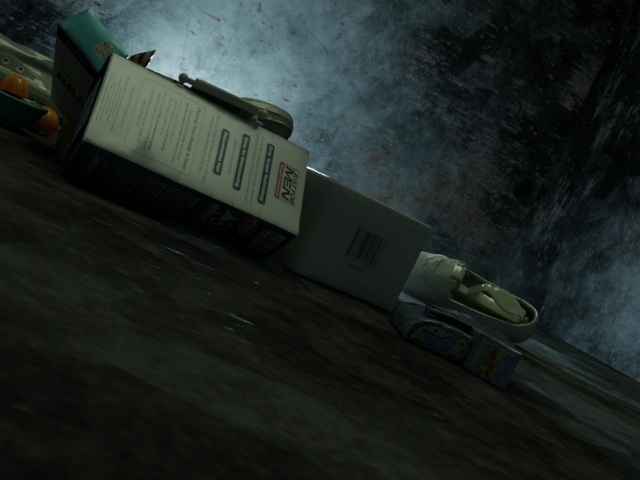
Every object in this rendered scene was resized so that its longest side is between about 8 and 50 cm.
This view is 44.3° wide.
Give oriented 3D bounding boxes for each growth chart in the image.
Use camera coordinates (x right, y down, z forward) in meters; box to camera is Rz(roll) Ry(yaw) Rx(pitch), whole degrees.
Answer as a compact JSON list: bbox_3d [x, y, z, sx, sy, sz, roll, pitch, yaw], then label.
[{"bbox_3d":[-0.185,-0.180,1.292,0.171,0.021,0.237,17,-31,-13],"label":"growth chart"}]

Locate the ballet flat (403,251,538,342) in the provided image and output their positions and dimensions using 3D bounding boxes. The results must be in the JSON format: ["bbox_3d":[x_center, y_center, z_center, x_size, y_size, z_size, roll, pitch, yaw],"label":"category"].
[{"bbox_3d":[0.369,0.121,1.970,0.400,0.139,0.139,29,4,4],"label":"ballet flat"}]

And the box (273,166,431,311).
[{"bbox_3d":[0.003,-0.030,1.451,0.215,0.168,0.345,23,5,-30],"label":"box"}]

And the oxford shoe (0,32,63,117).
[{"bbox_3d":[-0.714,-0.390,1.577,0.449,0.130,0.169,27,-27,-28],"label":"oxford shoe"}]

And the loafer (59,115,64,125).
[{"bbox_3d":[-0.636,-0.311,1.864,0.302,0.095,0.109,33,-16,35],"label":"loafer"}]

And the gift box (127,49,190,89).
[{"bbox_3d":[-0.385,-0.301,1.922,0.258,0.276,0.255,27,-2,37],"label":"gift box"}]

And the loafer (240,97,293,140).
[{"bbox_3d":[-0.196,-0.202,1.461,0.319,0.112,0.112,-2,51,-23],"label":"loafer"}]

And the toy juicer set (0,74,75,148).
[{"bbox_3d":[-0.573,-0.262,1.403,0.209,0.090,0.329,29,5,39],"label":"toy juicer set"}]

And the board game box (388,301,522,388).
[{"bbox_3d":[0.213,0.150,1.172,0.194,0.060,0.194,25,3,-7],"label":"board game box"}]

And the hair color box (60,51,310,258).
[{"bbox_3d":[-0.194,-0.120,1.197,0.347,0.174,0.105,24,-36,-24],"label":"hair color box"}]

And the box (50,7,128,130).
[{"bbox_3d":[-0.386,-0.267,1.297,0.100,0.060,0.244,50,-28,1],"label":"box"}]

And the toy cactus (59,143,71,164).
[{"bbox_3d":[-0.345,-0.135,1.287,0.219,0.112,0.180,30,24,29],"label":"toy cactus"}]
